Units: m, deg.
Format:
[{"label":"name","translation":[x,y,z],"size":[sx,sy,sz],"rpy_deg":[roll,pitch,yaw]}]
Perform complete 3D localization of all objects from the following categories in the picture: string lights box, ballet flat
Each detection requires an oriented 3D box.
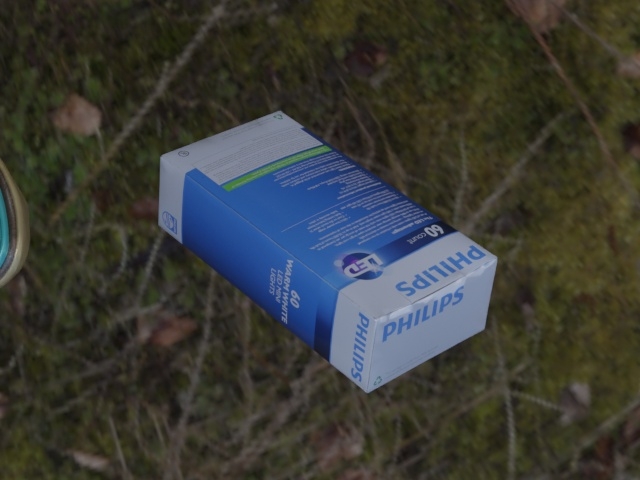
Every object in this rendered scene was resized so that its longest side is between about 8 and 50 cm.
[{"label":"string lights box","translation":[0.000,0.000,1.202],"size":[0.133,0.259,0.077],"rpy_deg":[-24,136,-35]},{"label":"ballet flat","translation":[-0.243,-0.036,1.019],"size":[0.080,0.232,0.073],"rpy_deg":[-52,142,7]}]
